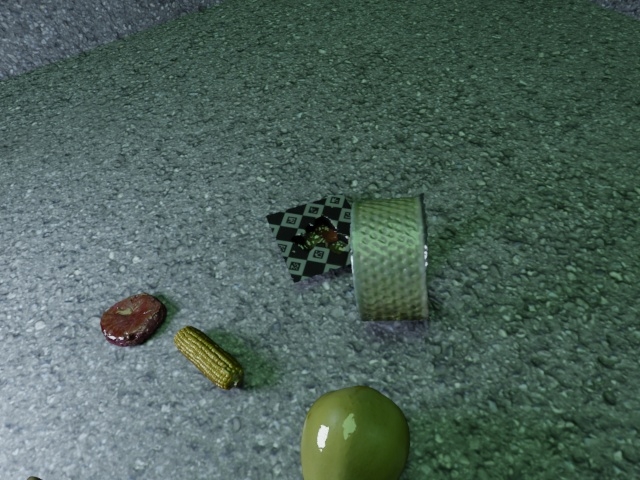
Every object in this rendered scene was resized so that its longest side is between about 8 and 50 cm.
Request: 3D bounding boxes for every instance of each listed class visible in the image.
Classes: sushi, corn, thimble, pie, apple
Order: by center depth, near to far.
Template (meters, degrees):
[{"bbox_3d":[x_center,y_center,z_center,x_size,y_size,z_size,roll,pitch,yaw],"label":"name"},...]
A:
[{"bbox_3d":[0.057,0.347,0.863,0.199,0.200,0.200,-5,47,6],"label":"apple"},{"bbox_3d":[0.151,0.036,1.070,0.149,0.271,0.271,-4,48,9],"label":"thimble"},{"bbox_3d":[-0.238,0.249,1.081,0.207,0.068,0.068,29,59,35],"label":"corn"},{"bbox_3d":[-0.444,0.183,1.196,0.153,0.038,0.154,-4,46,5],"label":"pie"},{"bbox_3d":[0.000,0.000,1.279,0.219,0.047,0.231,-17,52,-12],"label":"sushi"}]

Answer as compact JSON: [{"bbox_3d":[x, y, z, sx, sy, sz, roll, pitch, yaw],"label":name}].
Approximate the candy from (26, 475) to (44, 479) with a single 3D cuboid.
[{"bbox_3d":[-0.455,0.511,0.859,0.233,0.102,0.104,24,55,31],"label":"candy"}]
